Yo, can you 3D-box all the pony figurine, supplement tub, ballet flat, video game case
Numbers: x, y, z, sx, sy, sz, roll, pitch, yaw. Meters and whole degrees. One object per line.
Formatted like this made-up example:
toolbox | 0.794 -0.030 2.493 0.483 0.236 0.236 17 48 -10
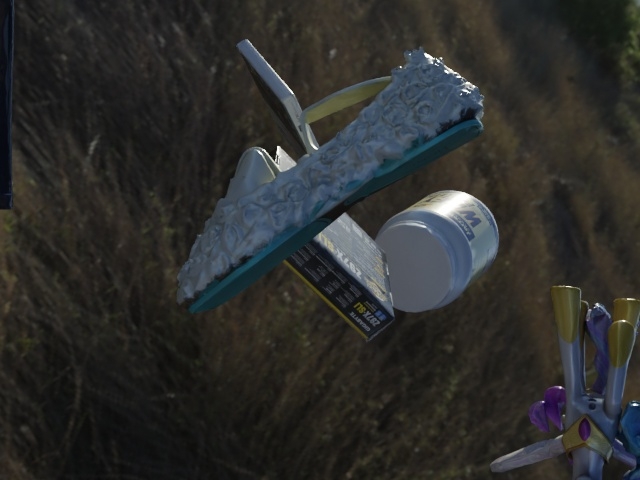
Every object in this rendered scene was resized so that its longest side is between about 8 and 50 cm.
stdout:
pony figurine | 0.380 0.263 1.406 0.351 0.303 0.363 26 68 -70
supplement tub | 0.260 0.025 2.295 0.235 0.235 0.325 58 29 1
ballet flat | -0.007 -0.074 1.130 0.147 0.409 0.147 56 4 -5
video game case | -0.048 -0.177 1.407 0.190 0.022 0.173 55 -5 49

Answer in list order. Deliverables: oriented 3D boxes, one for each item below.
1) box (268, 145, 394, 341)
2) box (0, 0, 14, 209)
box | 0.000 0.000 1.824 0.322 0.079 0.257 44 20 -20
box | -0.491 -0.259 1.281 0.179 0.312 0.343 -2 37 -18
